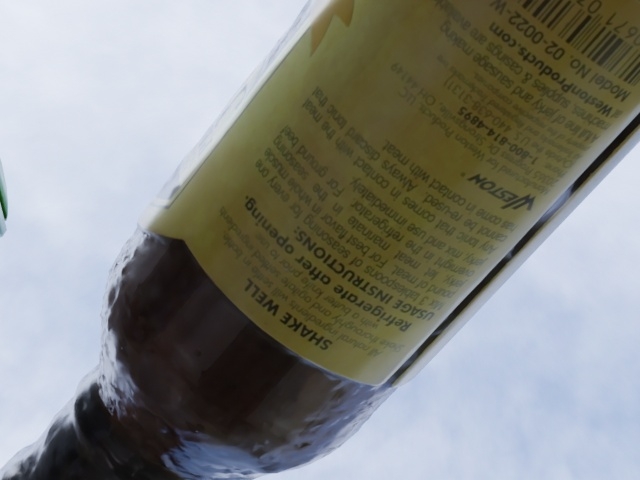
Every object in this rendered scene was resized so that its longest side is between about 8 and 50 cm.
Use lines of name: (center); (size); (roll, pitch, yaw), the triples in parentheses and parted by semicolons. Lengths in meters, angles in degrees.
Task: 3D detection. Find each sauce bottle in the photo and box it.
sauce bottle: (0.000, 0.000, 0.513); (0.111, 0.111, 0.344); (41, -68, -2)

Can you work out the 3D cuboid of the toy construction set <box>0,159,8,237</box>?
toy construction set: (-0.234, -0.081, 0.567); (0.237, 0.257, 0.308); (-5, -68, 7)
